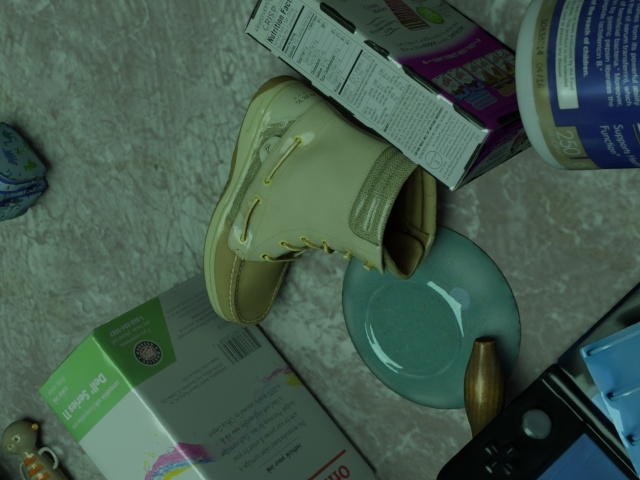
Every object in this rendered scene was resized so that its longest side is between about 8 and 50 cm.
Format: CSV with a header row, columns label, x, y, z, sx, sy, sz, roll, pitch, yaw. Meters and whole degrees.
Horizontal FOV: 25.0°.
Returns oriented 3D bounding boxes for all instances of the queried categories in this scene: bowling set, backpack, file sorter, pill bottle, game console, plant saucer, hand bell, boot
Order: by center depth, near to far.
label,x,y,z,sx,sy,sz,roll,pitch,yaw
pill bottle,0.296,-0.132,1.097,0.265,0.153,0.153,0,108,34
file sorter,0.300,0.142,1.170,0.118,0.104,0.170,-25,82,7
game console,0.293,0.218,1.231,0.293,0.250,0.173,46,153,10
hand bell,0.152,0.209,1.353,0.126,0.126,0.242,5,105,32
boot,0.000,0.000,1.366,0.203,0.095,0.262,31,116,31
plant saucer,0.095,0.079,1.384,0.195,0.037,0.194,13,115,29
backpack,-0.367,-0.074,1.578,0.105,0.114,0.084,50,127,8
bowling set,-0.452,0.332,1.746,0.287,0.200,0.154,-37,85,33

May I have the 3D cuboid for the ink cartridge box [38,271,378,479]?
label,x,y,z,sx,sy,sz,roll,pitch,yaw
ink cartridge box,-0.089,0.223,1.451,0.353,0.207,0.119,51,125,7

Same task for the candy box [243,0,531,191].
label,x,y,z,sx,sy,sz,roll,pitch,yaw
candy box,0.073,-0.153,1.232,0.233,0.159,0.071,40,124,15
